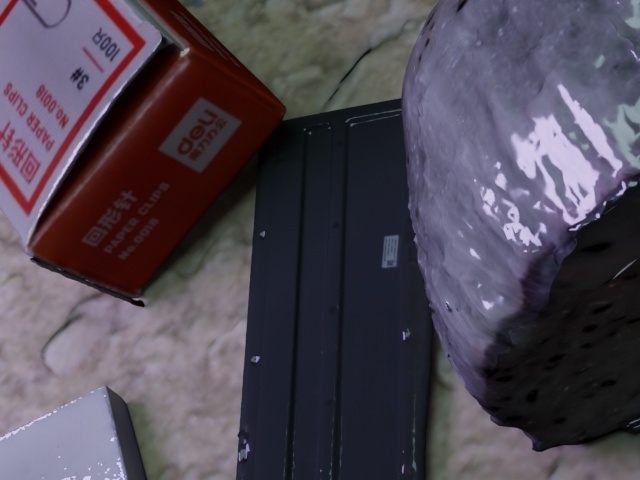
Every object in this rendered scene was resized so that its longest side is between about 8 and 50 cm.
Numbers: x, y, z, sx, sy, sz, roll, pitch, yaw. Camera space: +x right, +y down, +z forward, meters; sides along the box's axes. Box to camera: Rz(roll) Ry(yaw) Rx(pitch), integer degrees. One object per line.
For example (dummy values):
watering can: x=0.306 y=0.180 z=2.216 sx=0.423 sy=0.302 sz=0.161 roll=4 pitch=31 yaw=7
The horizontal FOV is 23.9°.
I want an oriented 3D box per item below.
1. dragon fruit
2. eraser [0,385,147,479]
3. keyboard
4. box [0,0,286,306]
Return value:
dragon fruit: x=0.148 y=-0.079 z=0.603 sx=0.283 sy=0.204 sz=0.221 roll=-26 pitch=53 yaw=9
eraser: x=-0.152 y=0.145 z=0.728 sx=0.150 sy=0.023 sz=0.104 roll=-27 pitch=54 yaw=9
keyboard: x=0.005 y=0.004 z=0.732 sx=0.103 sy=0.041 sz=0.381 roll=-9 pitch=65 yaw=20
box: x=-0.124 y=-0.079 z=0.783 sx=0.133 sy=0.099 sz=0.182 roll=-50 pitch=51 yaw=12
